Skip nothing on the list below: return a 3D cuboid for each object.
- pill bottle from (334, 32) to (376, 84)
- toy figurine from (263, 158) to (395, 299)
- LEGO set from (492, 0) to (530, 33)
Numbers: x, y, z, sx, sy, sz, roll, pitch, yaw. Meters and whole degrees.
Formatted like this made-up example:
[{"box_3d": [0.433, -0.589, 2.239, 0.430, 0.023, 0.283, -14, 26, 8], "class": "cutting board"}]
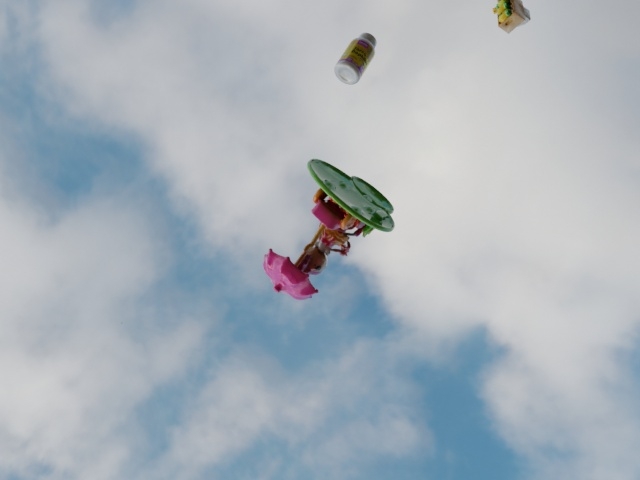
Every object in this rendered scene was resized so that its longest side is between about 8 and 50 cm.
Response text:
[{"box_3d": [0.056, -0.281, 1.133, 0.043, 0.043, 0.083, 34, -119, -9], "class": "pill bottle"}, {"box_3d": [0.000, 0.000, 0.920, 0.130, 0.173, 0.159, 43, -71, 14], "class": "toy figurine"}, {"box_3d": [0.315, -0.473, 1.189, 0.287, 0.132, 0.107, -57, -42, -16], "class": "LEGO set"}]
